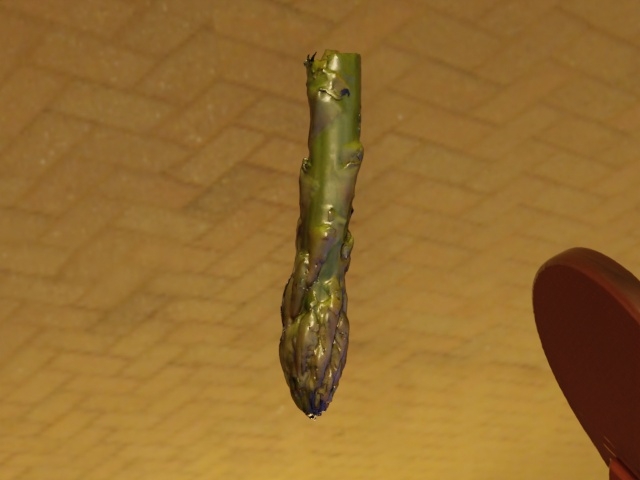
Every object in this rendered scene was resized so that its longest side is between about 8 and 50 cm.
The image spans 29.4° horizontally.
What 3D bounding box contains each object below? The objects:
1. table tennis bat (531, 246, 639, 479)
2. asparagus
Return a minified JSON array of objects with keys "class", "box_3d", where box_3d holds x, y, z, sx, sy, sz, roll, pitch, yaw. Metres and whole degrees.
[{"class":"table tennis bat","box_3d":[0.218,0.132,0.861,0.038,0.200,0.310,-30,134,-11]},{"class":"asparagus","box_3d":[0.000,0.000,0.533,0.030,0.165,0.036,-4,-165,-37]}]
